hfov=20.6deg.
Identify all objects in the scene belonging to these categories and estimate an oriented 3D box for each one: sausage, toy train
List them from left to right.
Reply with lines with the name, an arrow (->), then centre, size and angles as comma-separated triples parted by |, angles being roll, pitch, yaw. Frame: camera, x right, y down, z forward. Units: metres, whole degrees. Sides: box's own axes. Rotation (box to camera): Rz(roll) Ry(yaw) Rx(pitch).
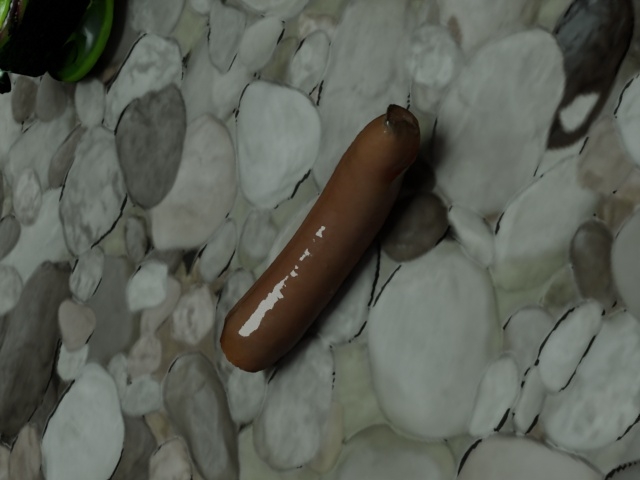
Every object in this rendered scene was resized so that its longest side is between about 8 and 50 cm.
toy train -> -0.158, -0.240, 1.170 | 0.296, 0.100, 0.160 | -53, 43, 22
sausage -> 0.001, 0.001, 0.948 | 0.177, 0.047, 0.040 | -54, 47, 24
